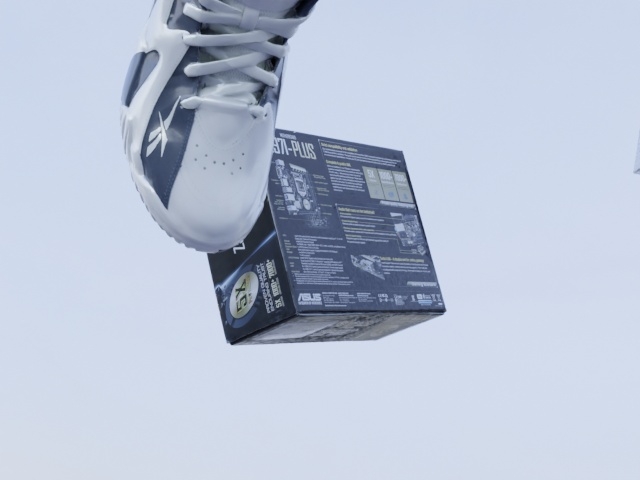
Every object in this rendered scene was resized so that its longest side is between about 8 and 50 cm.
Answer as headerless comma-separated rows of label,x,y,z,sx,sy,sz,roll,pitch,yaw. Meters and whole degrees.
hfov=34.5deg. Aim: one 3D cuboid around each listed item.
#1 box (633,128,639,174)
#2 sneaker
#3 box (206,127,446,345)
box,0.366,-0.167,1.054,0.038,0.186,0.145,11,-4,5
sneaker,-0.045,-0.121,0.566,0.094,0.235,0.153,14,-20,-18
box,0.000,0.000,0.803,0.077,0.147,0.180,-26,-19,38
